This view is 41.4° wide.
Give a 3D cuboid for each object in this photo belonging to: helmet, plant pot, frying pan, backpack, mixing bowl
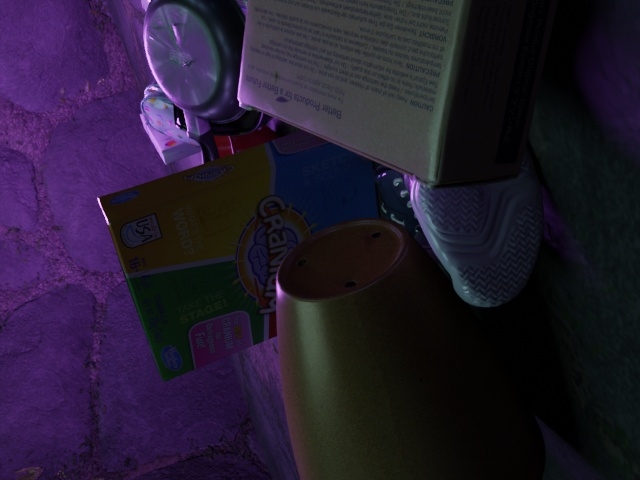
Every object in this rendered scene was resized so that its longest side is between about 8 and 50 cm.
[{"bbox_3d":[-0.131,-0.230,1.209,0.169,0.161,0.170,175,90,-78],"label":"helmet"},{"bbox_3d":[0.057,0.117,0.761,0.237,0.237,0.254,45,160,59],"label":"plant pot"},{"bbox_3d":[-0.177,-0.196,1.115,0.197,0.053,0.326,41,135,18],"label":"frying pan"},{"bbox_3d":[-0.222,-0.238,1.496,0.181,0.115,0.152,21,143,14],"label":"backpack"},{"bbox_3d":[-0.108,-0.119,1.370,0.181,0.098,0.182,170,90,-75],"label":"mixing bowl"}]

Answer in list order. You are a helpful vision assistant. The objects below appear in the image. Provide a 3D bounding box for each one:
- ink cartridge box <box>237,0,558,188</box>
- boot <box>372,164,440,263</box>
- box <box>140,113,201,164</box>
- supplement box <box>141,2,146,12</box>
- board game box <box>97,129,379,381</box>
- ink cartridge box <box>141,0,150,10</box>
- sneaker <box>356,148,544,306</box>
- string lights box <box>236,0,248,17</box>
[{"bbox_3d":[0.045,-0.163,0.586,0.234,0.088,0.193,30,119,46],"label":"ink cartridge box"},{"bbox_3d":[0.098,-0.033,0.817,0.086,0.069,0.190,67,167,-11],"label":"boot"},{"bbox_3d":[-0.293,-0.242,1.814,0.186,0.145,0.038,51,159,50],"label":"box"},{"bbox_3d":[-0.272,-0.428,1.567,0.130,0.073,0.239,89,156,-53],"label":"supplement box"},{"bbox_3d":[-0.080,0.009,1.033,0.064,0.316,0.242,-130,24,-52],"label":"board game box"},{"bbox_3d":[-0.197,-0.408,1.208,0.093,0.160,0.219,90,156,-56],"label":"ink cartridge box"},{"bbox_3d":[0.098,-0.069,0.724,0.153,0.101,0.269,133,121,-75],"label":"sneaker"},{"bbox_3d":[-0.067,-0.346,0.985,0.133,0.076,0.260,-139,32,-61],"label":"string lights box"}]
